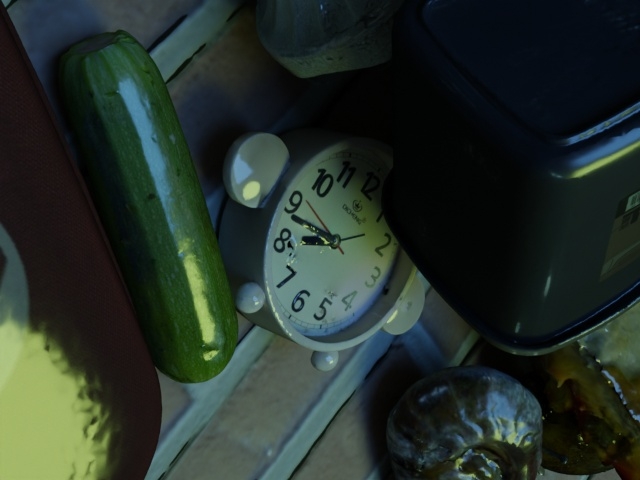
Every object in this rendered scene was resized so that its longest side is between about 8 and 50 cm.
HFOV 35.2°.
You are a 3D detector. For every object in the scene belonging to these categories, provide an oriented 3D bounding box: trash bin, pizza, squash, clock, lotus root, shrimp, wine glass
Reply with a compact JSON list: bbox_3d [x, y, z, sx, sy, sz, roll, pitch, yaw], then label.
[{"bbox_3d":[0.147,-0.060,0.610,0.209,0.182,0.290,-35,156,-8],"label":"trash bin"},{"bbox_3d":[0.218,-0.010,0.867,0.406,0.130,0.440,27,61,-24],"label":"pizza"},{"bbox_3d":[-0.099,-0.011,0.606,0.066,0.066,0.229,-33,122,-34],"label":"squash"},{"bbox_3d":[0.000,0.000,0.710,0.229,0.063,0.156,41,76,-41],"label":"clock"},{"bbox_3d":[0.249,0.167,0.962,0.209,0.120,0.120,10,94,-43],"label":"lotus root"},{"bbox_3d":[0.149,0.233,0.887,0.145,0.116,0.343,-23,127,-6],"label":"shrimp"},{"bbox_3d":[-0.021,-0.208,0.570,0.196,0.165,0.165,39,74,-35],"label":"wine glass"}]

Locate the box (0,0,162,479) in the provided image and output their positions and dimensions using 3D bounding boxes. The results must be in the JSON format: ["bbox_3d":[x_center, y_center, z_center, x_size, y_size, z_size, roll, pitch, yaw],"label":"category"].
[{"bbox_3d":[-0.222,0.024,0.461,0.263,0.108,0.404,-38,126,-30],"label":"box"}]
